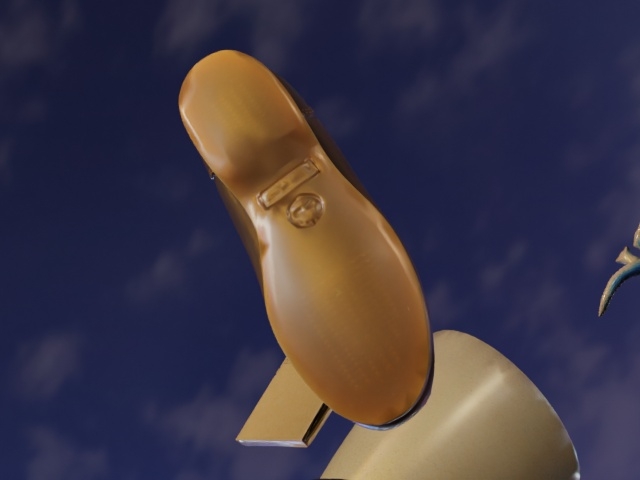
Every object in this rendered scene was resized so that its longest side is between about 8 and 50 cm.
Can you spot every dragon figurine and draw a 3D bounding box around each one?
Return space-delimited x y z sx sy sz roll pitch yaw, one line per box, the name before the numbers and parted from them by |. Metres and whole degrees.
dragon figurine | 0.488 0.027 1.868 0.289 0.144 0.085 -45 -17 -46

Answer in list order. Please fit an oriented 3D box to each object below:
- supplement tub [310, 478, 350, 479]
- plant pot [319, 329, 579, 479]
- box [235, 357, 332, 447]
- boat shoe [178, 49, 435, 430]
supplement tub | 0.009 0.321 1.231 0.106 0.106 0.198 6 -81 -28
plant pot | 0.115 0.285 1.608 0.274 0.256 0.256 -36 -34 -25
box | -0.032 0.229 1.998 0.021 0.164 0.201 41 -25 -20
boat shoe | 0.000 0.000 0.667 0.073 0.207 0.073 -27 -23 5
